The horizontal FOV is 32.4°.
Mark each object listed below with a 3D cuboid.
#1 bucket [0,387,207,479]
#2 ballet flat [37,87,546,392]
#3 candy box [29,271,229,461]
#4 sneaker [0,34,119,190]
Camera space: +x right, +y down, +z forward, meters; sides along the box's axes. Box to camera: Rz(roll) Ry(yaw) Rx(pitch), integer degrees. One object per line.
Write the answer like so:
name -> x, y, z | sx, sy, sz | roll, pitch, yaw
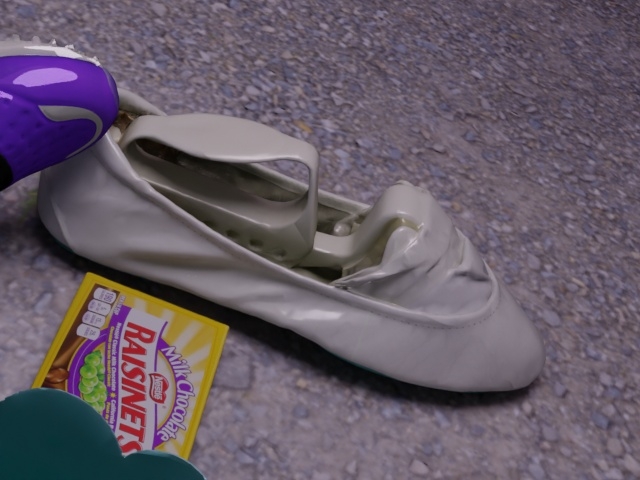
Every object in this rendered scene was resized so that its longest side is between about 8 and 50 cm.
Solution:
bucket -> -0.163, 0.204, 0.417 | 0.281, 0.183, 0.281 | 15, 40, -13
ballet flat -> 0.000, 0.000, 0.780 | 0.400, 0.139, 0.139 | 20, 39, -9
candy box -> -0.127, 0.109, 0.668 | 0.105, 0.027, 0.206 | 23, 39, -9
sneaker -> -0.250, -0.016, 0.649 | 0.293, 0.102, 0.146 | -18, 62, -11
